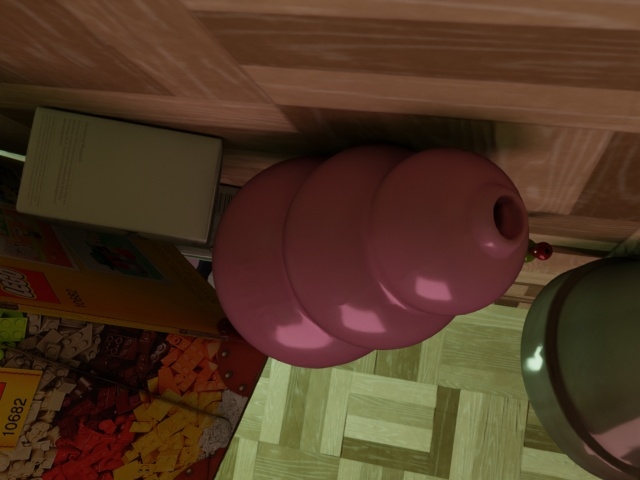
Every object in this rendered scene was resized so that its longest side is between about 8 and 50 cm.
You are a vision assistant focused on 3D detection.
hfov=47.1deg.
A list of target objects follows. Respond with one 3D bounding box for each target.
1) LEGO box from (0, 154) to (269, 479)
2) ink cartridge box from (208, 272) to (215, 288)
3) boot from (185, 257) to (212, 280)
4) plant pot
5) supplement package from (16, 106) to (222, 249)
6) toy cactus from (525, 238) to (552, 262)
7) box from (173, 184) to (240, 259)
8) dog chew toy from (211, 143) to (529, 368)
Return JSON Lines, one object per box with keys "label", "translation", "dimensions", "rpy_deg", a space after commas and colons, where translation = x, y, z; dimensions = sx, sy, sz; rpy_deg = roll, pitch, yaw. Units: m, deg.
{"label": "LEGO box", "translation": [-0.349, 0.060, 0.832], "dimensions": [0.372, 0.193, 0.500], "rpy_deg": [15, -166, -38]}
{"label": "ink cartridge box", "translation": [-0.160, 0.082, 1.460], "dimensions": [0.272, 0.114, 0.197], "rpy_deg": [-1, -164, -7]}
{"label": "boot", "translation": [-0.271, 0.000, 1.164], "dimensions": [0.246, 0.207, 0.094], "rpy_deg": [25, -141, 3]}
{"label": "plant pot", "translation": [0.471, 0.142, 0.948], "dimensions": [0.323, 0.323, 0.280], "rpy_deg": [10, 157, -13]}
{"label": "supplement package", "translation": [-0.193, -0.058, 0.741], "dimensions": [0.179, 0.105, 0.105], "rpy_deg": [9, 173, -6]}
{"label": "toy cactus", "translation": [0.149, -0.001, 0.886], "dimensions": [0.219, 0.112, 0.180], "rpy_deg": [1, -176, -5]}
{"label": "box", "translation": [-0.149, -0.023, 1.011], "dimensions": [0.101, 0.102, 0.087], "rpy_deg": [9, 176, -12]}
{"label": "dog chew toy", "translation": [0.041, 0.009, 0.649], "dimensions": [0.206, 0.207, 0.332], "rpy_deg": [12, 165, -31]}
